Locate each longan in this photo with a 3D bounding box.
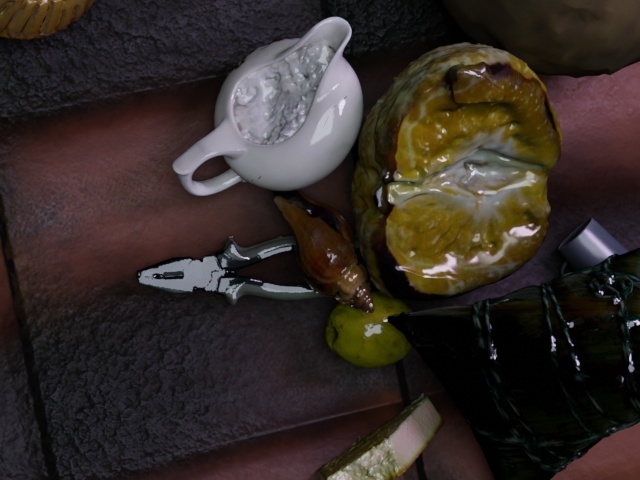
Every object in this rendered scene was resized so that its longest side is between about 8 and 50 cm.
[{"bbox_3d":[0.343,-0.437,1.662,0.404,0.404,0.436,41,83,-5],"label":"longan"}]

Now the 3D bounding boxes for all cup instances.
[{"bbox_3d":[0.380,0.026,1.816,0.077,0.078,0.100,46,114,0],"label":"cup"}]

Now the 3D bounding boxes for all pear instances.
[{"bbox_3d":[0.071,0.121,1.749,0.131,0.107,0.107,-7,90,-18],"label":"pear"}]

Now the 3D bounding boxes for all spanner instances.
[{"bbox_3d":[-0.090,0.040,1.758,0.324,0.040,0.096,-3,89,-10],"label":"spanner"}]

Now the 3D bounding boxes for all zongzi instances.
[{"bbox_3d":[0.322,0.215,1.710,0.383,0.319,0.362,-13,119,14],"label":"zongzi"}]

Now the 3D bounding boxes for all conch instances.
[{"bbox_3d":[0.004,-0.001,1.716,0.086,0.080,0.233,-17,78,-14],"label":"conch"}]

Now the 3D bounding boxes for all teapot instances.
[{"bbox_3d":[-0.061,-0.159,1.694,0.299,0.166,0.208,-40,74,-1],"label":"teapot"}]

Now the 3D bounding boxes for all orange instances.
[{"bbox_3d":[0.173,-0.100,1.698,0.270,0.210,0.369,-1,118,-16],"label":"orange"}]

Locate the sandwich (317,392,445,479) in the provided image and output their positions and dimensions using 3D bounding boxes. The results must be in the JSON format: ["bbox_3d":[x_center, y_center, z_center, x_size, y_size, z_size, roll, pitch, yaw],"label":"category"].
[{"bbox_3d":[0.093,0.284,1.717,0.193,0.162,0.058,-34,90,-9],"label":"sandwich"}]

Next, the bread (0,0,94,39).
[{"bbox_3d":[-0.384,-0.376,1.654,0.240,0.139,0.240,-4,97,-33],"label":"bread"}]
